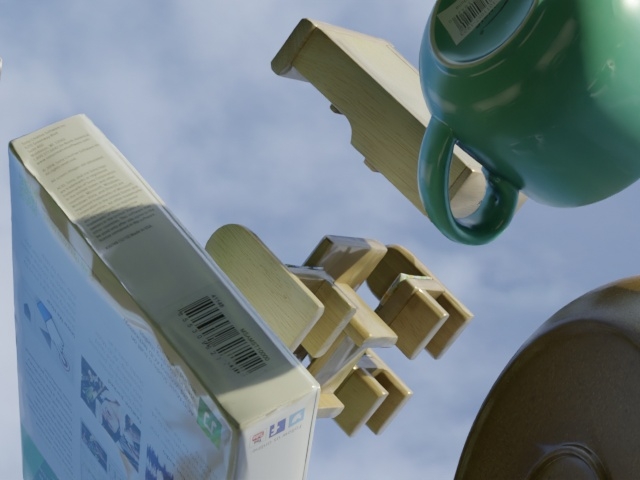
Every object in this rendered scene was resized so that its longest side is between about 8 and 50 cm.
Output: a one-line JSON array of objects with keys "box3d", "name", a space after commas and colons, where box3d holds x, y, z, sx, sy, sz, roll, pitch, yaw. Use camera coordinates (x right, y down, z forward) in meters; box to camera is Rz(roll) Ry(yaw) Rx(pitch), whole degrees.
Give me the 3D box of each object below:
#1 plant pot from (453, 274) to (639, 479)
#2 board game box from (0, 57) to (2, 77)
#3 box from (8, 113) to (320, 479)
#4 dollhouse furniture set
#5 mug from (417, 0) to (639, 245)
[{"box3d": [0.110, 0.126, 0.751, 0.236, 0.032, 0.236, -44, -140, 52], "name": "plant pot"}, {"box3d": [-0.171, 0.069, 0.175, 0.232, 0.141, 0.291, -25, -141, 17], "name": "board game box"}, {"box3d": [-0.100, 0.117, 1.036, 0.232, 0.058, 0.322, 48, -33, 31], "name": "box"}, {"box3d": [0.000, 0.000, 1.198, 0.161, 0.212, 0.242, 46, -70, 25], "name": "dollhouse furniture set"}, {"box3d": [0.109, -0.083, 0.883, 0.129, 0.097, 0.158, -7, -121, 47], "name": "mug"}]
